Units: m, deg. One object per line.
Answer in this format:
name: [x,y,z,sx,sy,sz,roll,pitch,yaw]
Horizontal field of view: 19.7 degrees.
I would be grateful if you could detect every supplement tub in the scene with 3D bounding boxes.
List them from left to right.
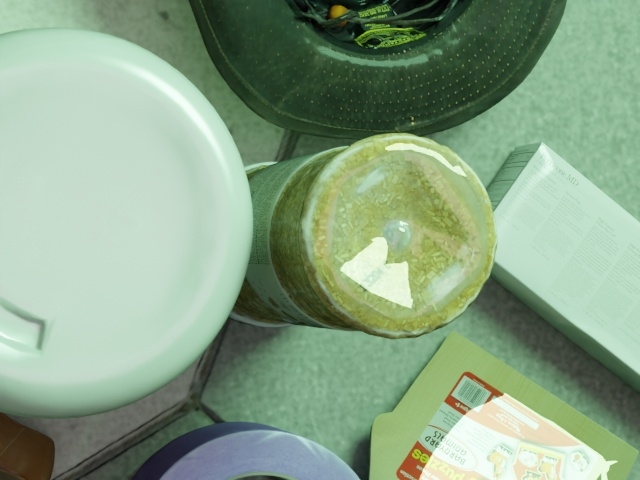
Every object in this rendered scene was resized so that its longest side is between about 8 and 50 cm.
supplement tub: [-0.185,-0.008,1.182,0.228,0.316,0.228,0,89,-16]

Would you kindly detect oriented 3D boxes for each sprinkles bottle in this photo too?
sprinkles bottle: [0.000,0.000,1.214,0.121,0.355,0.121,0,89,-15]

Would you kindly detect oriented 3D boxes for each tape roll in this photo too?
tape roll: [-0.054,0.228,1.338,0.189,0.080,0.189,0,89,-15]

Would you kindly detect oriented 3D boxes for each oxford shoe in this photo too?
oxford shoe: [-0.287,0.127,1.291,0.212,0.076,0.076,27,52,-11]

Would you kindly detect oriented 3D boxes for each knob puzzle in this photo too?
knob puzzle: [0.119,0.191,1.376,0.213,0.030,0.213,3,65,-7]

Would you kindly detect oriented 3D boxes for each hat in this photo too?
hat: [0.029,-0.243,1.343,0.331,0.134,0.331,-5,109,-14]

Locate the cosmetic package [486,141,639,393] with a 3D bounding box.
cosmetic package: [0.224,0.035,1.429,0.239,0.060,0.099,38,81,-12]
